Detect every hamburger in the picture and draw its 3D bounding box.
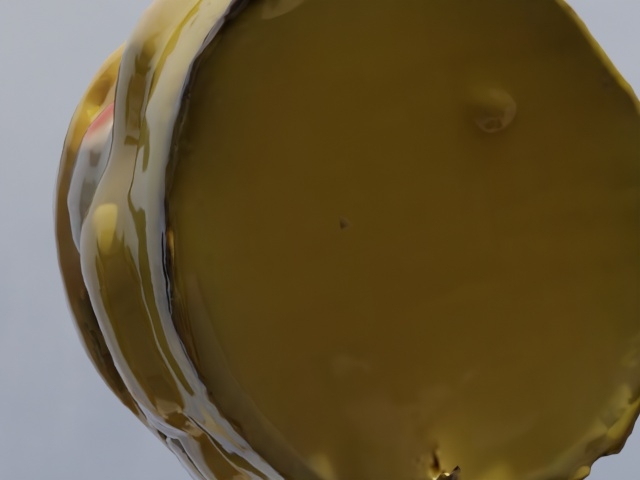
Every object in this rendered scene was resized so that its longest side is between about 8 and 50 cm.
[{"bbox_3d":[0.000,0.000,0.758,0.276,0.237,0.276,1,-92,-29],"label":"hamburger"}]
